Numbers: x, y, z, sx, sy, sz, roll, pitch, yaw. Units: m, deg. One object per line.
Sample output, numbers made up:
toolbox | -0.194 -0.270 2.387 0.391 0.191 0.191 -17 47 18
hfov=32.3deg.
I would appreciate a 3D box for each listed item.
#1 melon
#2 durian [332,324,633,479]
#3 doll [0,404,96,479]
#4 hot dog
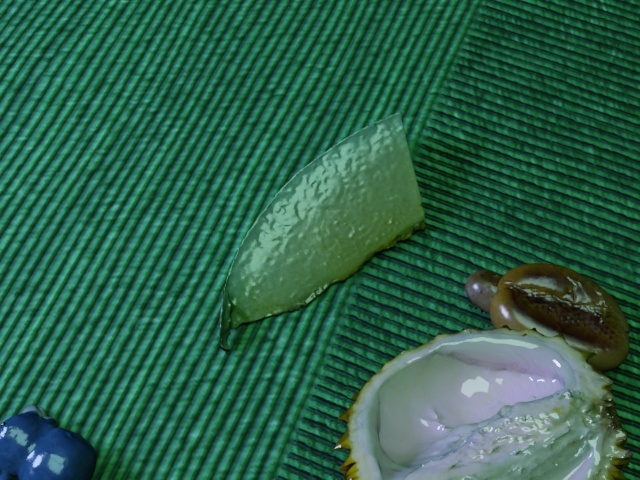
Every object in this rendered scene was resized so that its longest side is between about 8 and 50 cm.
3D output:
melon | 0.000 0.000 0.965 0.262 0.053 0.114 -43 89 -19
durian | 0.116 0.170 0.817 0.250 0.138 0.183 -33 33 -23
doll | -0.216 0.171 0.848 0.083 0.050 0.076 30 68 12
hot dog | 0.189 0.064 0.922 0.140 0.060 0.089 19 57 1
